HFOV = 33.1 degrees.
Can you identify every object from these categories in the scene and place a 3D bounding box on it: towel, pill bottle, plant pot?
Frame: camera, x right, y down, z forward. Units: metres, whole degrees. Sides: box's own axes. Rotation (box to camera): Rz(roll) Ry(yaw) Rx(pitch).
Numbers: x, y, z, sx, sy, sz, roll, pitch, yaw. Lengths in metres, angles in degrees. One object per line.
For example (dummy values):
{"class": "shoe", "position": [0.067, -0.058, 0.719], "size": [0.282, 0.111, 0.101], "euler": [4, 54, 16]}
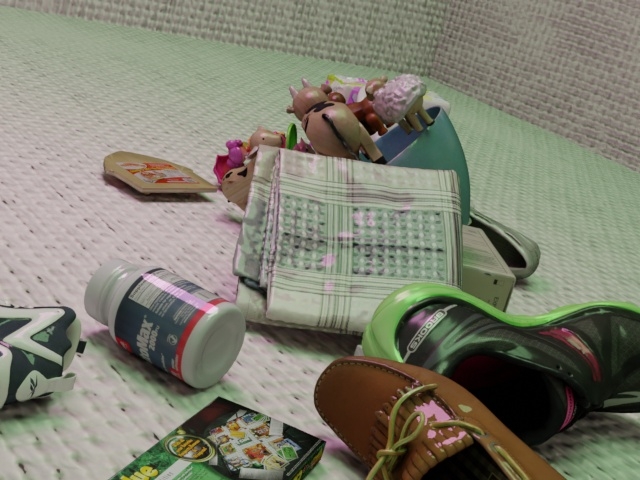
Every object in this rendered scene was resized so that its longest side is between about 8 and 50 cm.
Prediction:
{"class": "towel", "position": [0.044, -0.002, 1.525], "size": [0.324, 0.056, 0.312], "euler": [7, 55, -3]}
{"class": "pill bottle", "position": [-0.189, 0.092, 1.281], "size": [0.180, 0.108, 0.108], "euler": [24, 19, 27]}
{"class": "plant pot", "position": [0.153, -0.074, 1.900], "size": [0.195, 0.290, 0.290], "euler": [51, 13, -11]}

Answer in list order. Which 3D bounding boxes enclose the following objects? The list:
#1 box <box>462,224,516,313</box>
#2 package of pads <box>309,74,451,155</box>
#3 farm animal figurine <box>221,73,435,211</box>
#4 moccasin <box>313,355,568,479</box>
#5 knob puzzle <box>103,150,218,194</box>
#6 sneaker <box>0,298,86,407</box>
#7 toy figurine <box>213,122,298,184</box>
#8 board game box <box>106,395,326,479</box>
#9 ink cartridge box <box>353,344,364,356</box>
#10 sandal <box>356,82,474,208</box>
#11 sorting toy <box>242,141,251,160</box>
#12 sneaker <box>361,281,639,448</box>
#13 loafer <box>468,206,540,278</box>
{"class": "box", "position": [0.195, 0.059, 1.691], "size": [0.148, 0.127, 0.232], "euler": [13, 17, -9]}
{"class": "package of pads", "position": [0.130, -0.241, 2.405], "size": [0.296, 0.229, 0.101], "euler": [7, 19, -27]}
{"class": "farm animal figurine", "position": [-0.012, -0.177, 1.821], "size": [0.172, 0.330, 0.326], "euler": [54, -16, -15]}
{"class": "moccasin", "position": [0.124, 0.238, 1.082], "size": [0.147, 0.139, 0.380], "euler": [9, 25, -49]}
{"class": "knob puzzle", "position": [-0.313, -0.118, 1.965], "size": [0.213, 0.030, 0.213], "euler": [14, 18, -5]}
{"class": "sneaker", "position": [-0.337, 0.097, 1.160], "size": [0.153, 0.094, 0.235], "euler": [5, 20, -36]}
{"class": "toy figurine", "position": [-0.126, -0.146, 2.041], "size": [0.159, 0.173, 0.130], "euler": [5, 33, 11]}
{"class": "board game box", "position": [-0.101, 0.230, 1.063], "size": [0.136, 0.030, 0.259], "euler": [23, 18, 15]}
{"class": "ink cartridge box", "position": [0.089, 0.159, 1.449], "size": [0.083, 0.028, 0.048], "euler": [-2, 25, -45]}
{"class": "sandal", "position": [0.175, -0.153, 2.215], "size": [0.169, 0.102, 0.416], "euler": [-4, 56, -39]}
{"class": "sorting toy", "position": [-0.072, -0.135, 2.204], "size": [0.132, 0.046, 0.274], "euler": [3, 21, -35]}
{"class": "sneaker", "position": [0.283, 0.184, 1.371], "size": [0.482, 0.185, 0.202], "euler": [5, 38, -22]}
{"class": "loafer", "position": [0.259, -0.018, 2.017], "size": [0.319, 0.112, 0.111], "euler": [21, 9, 15]}
